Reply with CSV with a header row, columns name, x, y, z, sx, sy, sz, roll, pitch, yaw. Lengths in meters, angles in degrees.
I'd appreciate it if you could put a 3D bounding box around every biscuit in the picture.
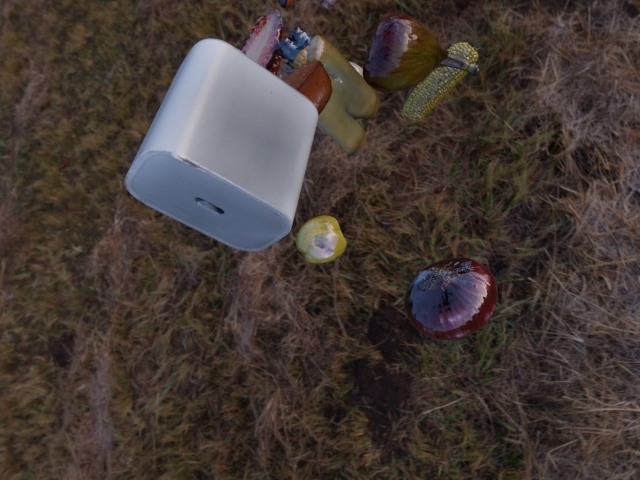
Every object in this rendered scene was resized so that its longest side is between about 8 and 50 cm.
name,x,y,z,sx,sy,sz,roll,pitch,yaw
biscuit,0.051,-0.402,1.407,0.062,0.290,0.237,-8,54,46

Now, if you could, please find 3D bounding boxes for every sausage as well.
name,x,y,z,sx,sy,sz,roll,pitch,yaw
sausage,-0.061,-0.247,0.969,0.102,0.102,0.330,-15,30,36

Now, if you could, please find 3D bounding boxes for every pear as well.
name,x,y,z,sx,sy,sz,roll,pitch,yaw
pear,0.000,0.000,1.764,0.178,0.178,0.178,-12,70,37

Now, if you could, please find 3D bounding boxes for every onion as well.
name,x,y,z,sx,sy,sz,roll,pitch,yaw
onion,0.392,0.188,1.486,0.273,0.285,0.273,-19,40,17

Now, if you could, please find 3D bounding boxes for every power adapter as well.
name,x,y,z,sx,sy,sz,roll,pitch,yaw
power adapter,-0.107,-0.138,0.636,0.124,0.187,0.255,-31,39,46

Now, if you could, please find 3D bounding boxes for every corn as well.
name,x,y,z,sx,sy,sz,roll,pitch,yaw
corn,0.386,-0.521,1.631,0.310,0.101,0.101,-44,54,23

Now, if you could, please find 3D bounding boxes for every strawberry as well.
name,x,y,z,sx,sy,sz,roll,pitch,yaw
strawberry,-0.200,-0.701,1.902,0.306,0.137,0.233,-53,49,5

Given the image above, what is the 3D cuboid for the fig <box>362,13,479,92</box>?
name,x,y,z,sx,sy,sz,roll,pitch,yaw
fig,0.243,-0.464,1.300,0.190,0.290,0.191,-18,70,59

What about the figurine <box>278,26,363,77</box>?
name,x,y,z,sx,sy,sz,roll,pitch,yaw
figurine,0.010,-0.556,1.652,0.185,0.332,0.204,-44,9,-8

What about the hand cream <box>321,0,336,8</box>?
name,x,y,z,sx,sy,sz,roll,pitch,yaw
hand cream,0.075,-0.906,1.749,0.067,0.043,0.210,48,114,26

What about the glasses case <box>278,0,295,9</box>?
name,x,y,z,sx,sy,sz,roll,pitch,yaw
glasses case,-0.103,-0.851,1.655,0.267,0.067,0.103,-93,27,-44
